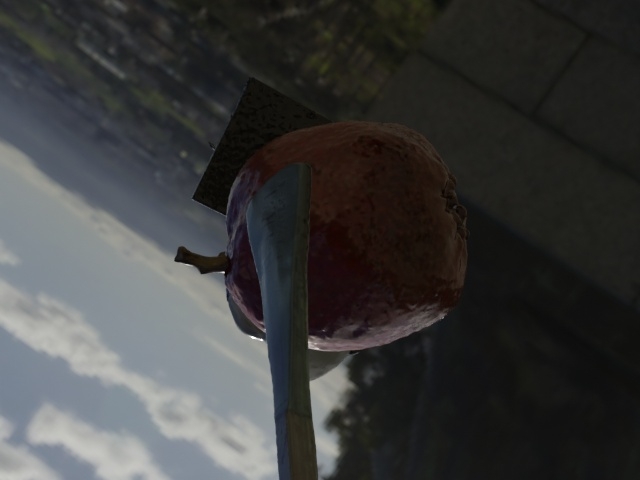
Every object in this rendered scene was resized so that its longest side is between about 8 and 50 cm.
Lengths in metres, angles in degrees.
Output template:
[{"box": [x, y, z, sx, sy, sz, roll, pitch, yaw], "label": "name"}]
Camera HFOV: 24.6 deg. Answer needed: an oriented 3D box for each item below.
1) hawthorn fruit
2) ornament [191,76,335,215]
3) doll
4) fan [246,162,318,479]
[{"box": [0.000, 0.000, 1.267, 0.205, 0.253, 0.205, -12, -90, -79], "label": "hawthorn fruit"}, {"box": [-0.077, -0.093, 1.726, 0.166, 0.153, 0.196, 28, 177, -24], "label": "ornament"}, {"box": [-0.042, 0.081, 1.715, 0.181, 0.110, 0.107, 43, -152, 24], "label": "doll"}, {"box": [-0.020, 0.061, 0.814, 0.023, 0.057, 0.282, 33, -145, -31], "label": "fan"}]
